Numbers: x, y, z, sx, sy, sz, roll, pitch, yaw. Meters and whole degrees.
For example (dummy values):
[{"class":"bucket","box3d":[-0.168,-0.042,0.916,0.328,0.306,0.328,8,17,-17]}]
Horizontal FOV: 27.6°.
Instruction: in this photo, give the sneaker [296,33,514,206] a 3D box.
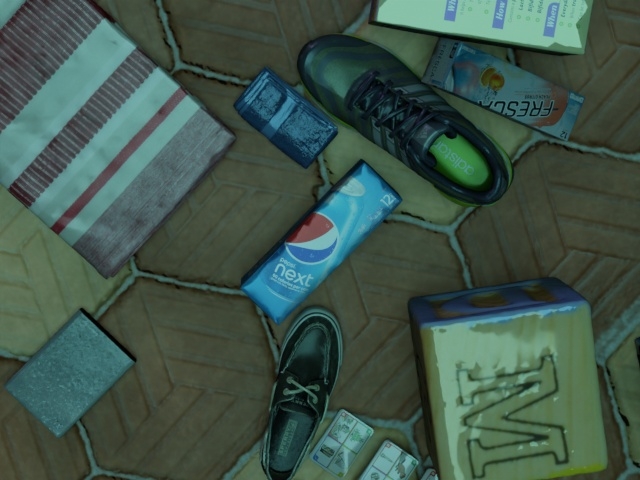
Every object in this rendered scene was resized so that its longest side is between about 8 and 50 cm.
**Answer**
[{"class":"sneaker","box3d":[0.105,-0.141,1.510,0.300,0.121,0.111,33,95,-5]}]

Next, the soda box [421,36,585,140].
[{"class":"soda box","box3d":[0.213,-0.175,1.510,0.183,0.063,0.058,19,96,-25]}]

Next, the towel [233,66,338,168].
[{"class":"towel","box3d":[-0.041,-0.145,1.553,0.119,0.029,0.067,40,95,-6]}]

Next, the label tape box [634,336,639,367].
[{"class":"label tape box","box3d":[0.472,0.285,1.514,0.106,0.240,0.333,-12,97,0]}]

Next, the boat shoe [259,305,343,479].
[{"class":"boat shoe","box3d":[-0.021,0.190,1.575,0.078,0.070,0.219,13,97,-3]}]

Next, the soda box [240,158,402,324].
[{"class":"soda box","box3d":[0.000,0.000,1.551,0.067,0.071,0.210,44,94,-6]}]

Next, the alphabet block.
[{"class":"alphabet block","box3d":[0.214,0.163,1.520,0.193,0.192,0.197,-8,96,1]}]

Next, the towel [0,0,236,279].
[{"class":"towel","box3d":[-0.293,-0.147,1.545,0.329,0.037,0.237,43,96,-4]}]

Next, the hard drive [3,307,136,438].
[{"class":"hard drive","box3d":[-0.304,0.161,1.588,0.094,0.022,0.135,45,94,-6]}]

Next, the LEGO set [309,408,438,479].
[{"class":"LEGO set","box3d":[0.038,0.357,1.623,0.182,0.060,0.244,33,94,7]}]

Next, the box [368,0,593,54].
[{"class":"box","box3d":[0.192,-0.334,1.491,0.243,0.117,0.213,8,97,-3]}]
